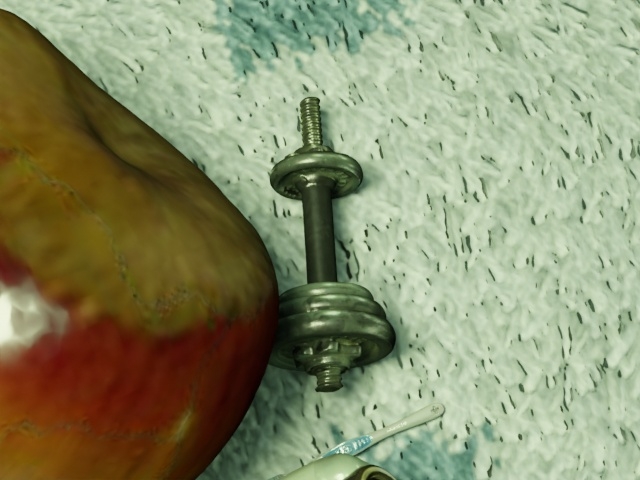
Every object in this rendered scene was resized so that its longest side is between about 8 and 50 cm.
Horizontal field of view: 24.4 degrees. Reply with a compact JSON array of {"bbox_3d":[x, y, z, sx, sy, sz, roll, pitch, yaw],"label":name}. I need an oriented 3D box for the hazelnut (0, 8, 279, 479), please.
[{"bbox_3d":[-0.238,0.032,1.082,0.409,0.359,0.359,38,80,13],"label":"hazelnut"}]

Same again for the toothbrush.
[{"bbox_3d":[0.026,0.167,1.196,0.162,0.017,0.014,-23,79,-7],"label":"toothbrush"}]

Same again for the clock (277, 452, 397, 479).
[{"bbox_3d":[0.033,0.293,1.071,0.146,0.199,0.243,-23,53,20],"label":"clock"}]

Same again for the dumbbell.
[{"bbox_3d":[0.000,0.000,1.204,0.110,0.110,0.255,-5,68,3],"label":"dumbbell"}]
